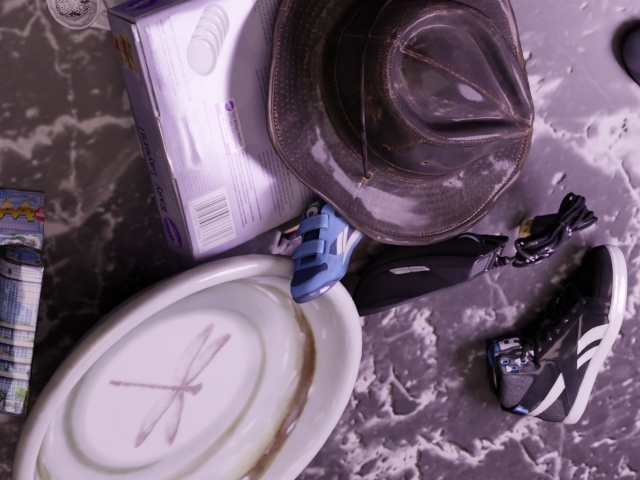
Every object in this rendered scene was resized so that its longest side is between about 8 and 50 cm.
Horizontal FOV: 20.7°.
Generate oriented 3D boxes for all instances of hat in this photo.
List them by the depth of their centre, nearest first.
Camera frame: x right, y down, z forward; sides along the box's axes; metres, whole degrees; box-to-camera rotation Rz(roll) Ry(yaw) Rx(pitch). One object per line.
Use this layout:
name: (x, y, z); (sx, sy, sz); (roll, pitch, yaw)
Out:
hat: (0.114, -0.148, 1.653); (0.331, 0.134, 0.331); (-3, 95, -35)

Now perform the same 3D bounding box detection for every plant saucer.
plant saucer: (-0.147, 0.158, 1.778); (0.400, 0.100, 0.400); (-25, 139, -24)

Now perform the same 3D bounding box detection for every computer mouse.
computer mouse: (0.154, 0.002, 1.811); (0.262, 0.184, 0.060); (-19, 97, 38)
computer mouse: (0.412, -0.151, 1.832); (0.242, 0.041, 0.071); (27, 105, -22)

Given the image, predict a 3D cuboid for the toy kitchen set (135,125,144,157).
toy kitchen set: (-0.133, -0.129, 1.696); (0.075, 0.083, 0.068); (-1, 118, 19)

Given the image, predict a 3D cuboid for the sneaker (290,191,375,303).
sneaker: (0.000, 0.000, 1.680); (0.053, 0.144, 0.059); (-15, 125, 39)

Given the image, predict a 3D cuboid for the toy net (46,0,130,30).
toy net: (-0.275, -0.256, 1.644); (0.232, 0.045, 0.122); (39, 101, -24)

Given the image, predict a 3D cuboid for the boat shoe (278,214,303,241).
boat shoe: (0.023, -0.032, 1.806); (0.137, 0.049, 0.043); (-29, 118, -3)

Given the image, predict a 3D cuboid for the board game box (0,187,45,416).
board game box: (-0.307, 0.052, 1.719); (0.060, 0.194, 0.194); (5, 98, -12)

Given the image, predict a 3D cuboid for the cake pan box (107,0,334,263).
cake pan box: (-0.058, -0.135, 1.685); (0.246, 0.070, 0.267); (-26, 119, -23)

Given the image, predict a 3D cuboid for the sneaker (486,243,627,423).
sneaker: (0.246, 0.101, 1.890); (0.121, 0.079, 0.217); (7, 114, -16)
